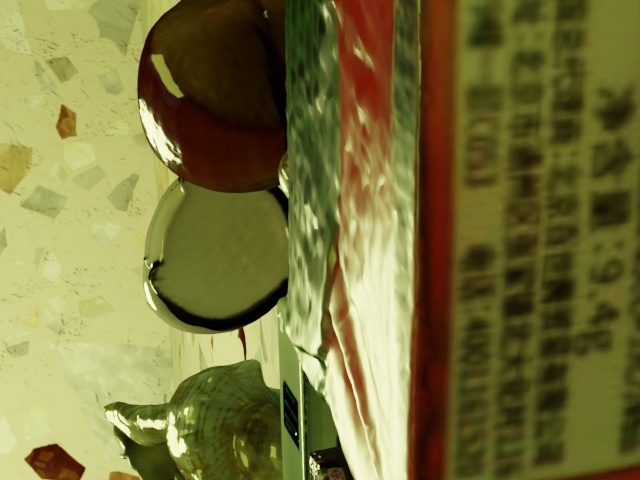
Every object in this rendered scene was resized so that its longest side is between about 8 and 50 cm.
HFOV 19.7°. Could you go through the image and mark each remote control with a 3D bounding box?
[{"bbox_3d":[-0.007,0.233,1.843,0.145,0.050,0.344,-131,38,-74],"label":"remote control"}]

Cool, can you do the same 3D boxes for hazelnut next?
[{"bbox_3d":[-0.041,-0.123,1.469,0.181,0.212,0.181,-139,29,-68],"label":"hazelnut"}]

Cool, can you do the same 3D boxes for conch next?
[{"bbox_3d":[-0.115,0.236,2.122,0.386,0.169,0.203,178,93,-65],"label":"conch"}]

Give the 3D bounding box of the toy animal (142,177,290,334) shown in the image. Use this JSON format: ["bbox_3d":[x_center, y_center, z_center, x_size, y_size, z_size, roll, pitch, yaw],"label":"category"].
[{"bbox_3d":[-0.111,0.013,2.016,0.235,0.165,0.187,170,118,-79],"label":"toy animal"}]

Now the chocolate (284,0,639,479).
[{"bbox_3d":[0.076,-0.054,0.971,0.341,0.161,0.360,-119,27,-67],"label":"chocolate"}]

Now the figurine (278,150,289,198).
[{"bbox_3d":[0.039,-0.067,1.298,0.205,0.103,0.260,-62,-19,-58],"label":"figurine"}]

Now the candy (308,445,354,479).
[{"bbox_3d":[0.043,0.264,1.551,0.312,0.061,0.088,-126,31,-71],"label":"candy"}]
